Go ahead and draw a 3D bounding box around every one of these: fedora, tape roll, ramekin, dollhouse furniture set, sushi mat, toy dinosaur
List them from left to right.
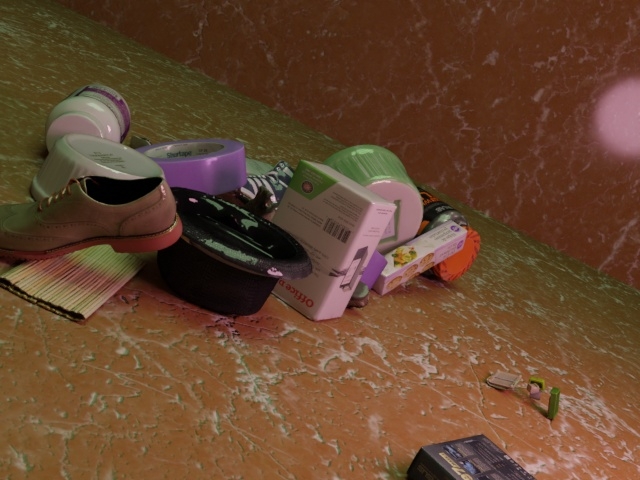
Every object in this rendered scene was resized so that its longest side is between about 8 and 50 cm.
[{"bbox_3d":[-0.407,0.051,1.392,0.151,0.019,0.316,26,15,-1],"label":"sushi mat"},{"bbox_3d":[-0.442,-0.119,1.696,0.273,0.127,0.273,23,16,-7],"label":"ramekin"},{"bbox_3d":[-0.310,-0.168,1.919,0.275,0.090,0.275,-4,18,1],"label":"tape roll"},{"bbox_3d":[-0.187,0.033,1.534,0.334,0.152,0.334,23,16,-7],"label":"fedora"},{"bbox_3d":[-0.136,-0.040,1.973,0.160,0.121,0.313,32,-9,21],"label":"toy dinosaur"},{"bbox_3d":[0.057,0.033,1.924,0.189,0.080,0.189,33,-7,4],"label":"tape roll"},{"bbox_3d":[0.115,-0.078,2.117,0.303,0.303,0.148,15,26,-33],"label":"ramekin"},{"bbox_3d":[0.430,0.327,1.760,0.152,0.058,0.076,11,16,26],"label":"dollhouse furniture set"}]

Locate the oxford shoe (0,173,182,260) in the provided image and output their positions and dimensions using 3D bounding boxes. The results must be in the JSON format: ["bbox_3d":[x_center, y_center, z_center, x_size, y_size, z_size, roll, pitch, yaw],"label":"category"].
[{"bbox_3d":[-0.405,-0.054,1.337,0.348,0.130,0.123,-5,41,-5],"label":"oxford shoe"}]

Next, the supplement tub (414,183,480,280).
[{"bbox_3d":[0.281,-0.036,2.382,0.207,0.207,0.338,7,24,-49],"label":"supplement tub"}]

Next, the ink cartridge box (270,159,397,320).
[{"bbox_3d":[0.000,0.000,1.712,0.198,0.273,0.115,33,15,26],"label":"ink cartridge box"}]

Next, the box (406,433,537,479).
[{"bbox_3d":[0.267,0.390,1.231,0.183,0.059,0.233,7,24,-49],"label":"box"}]

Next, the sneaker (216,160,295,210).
[{"bbox_3d":[-0.168,-0.145,2.126,0.282,0.099,0.153,20,60,-34],"label":"sneaker"}]

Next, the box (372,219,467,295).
[{"bbox_3d":[0.245,0.040,2.096,0.324,0.067,0.063,-25,50,-38],"label":"box"}]

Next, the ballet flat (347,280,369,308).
[{"bbox_3d":[0.002,0.086,1.853,0.250,0.058,0.084,26,48,25],"label":"ballet flat"}]

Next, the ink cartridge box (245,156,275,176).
[{"bbox_3d":[-0.183,-0.163,2.302,0.219,0.092,0.160,14,18,-33],"label":"ink cartridge box"}]

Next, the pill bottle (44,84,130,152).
[{"bbox_3d":[-0.545,-0.262,1.935,0.169,0.169,0.301,22,16,-11],"label":"pill bottle"}]

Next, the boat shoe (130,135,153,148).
[{"bbox_3d":[-0.473,-0.252,2.249,0.038,0.046,0.125,3,18,-43],"label":"boat shoe"}]
